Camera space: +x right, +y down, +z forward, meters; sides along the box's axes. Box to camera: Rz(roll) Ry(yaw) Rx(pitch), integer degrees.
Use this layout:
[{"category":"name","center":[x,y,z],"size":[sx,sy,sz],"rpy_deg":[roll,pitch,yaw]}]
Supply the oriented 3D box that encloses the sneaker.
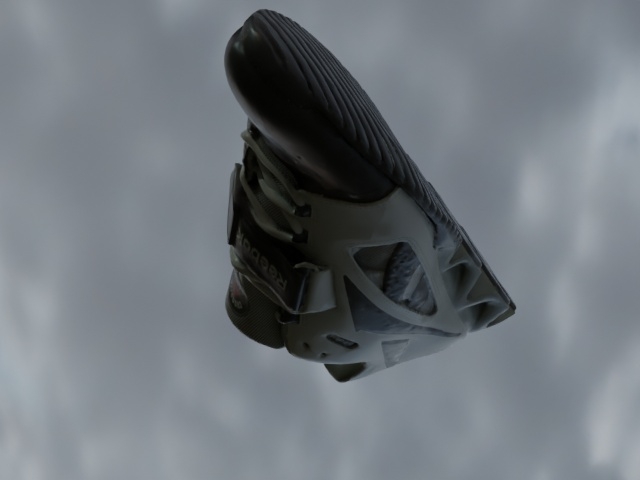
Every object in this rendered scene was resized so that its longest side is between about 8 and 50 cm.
[{"category":"sneaker","center":[0.000,0.000,1.119],"size":[0.122,0.146,0.330],"rpy_deg":[60,5,35]}]
